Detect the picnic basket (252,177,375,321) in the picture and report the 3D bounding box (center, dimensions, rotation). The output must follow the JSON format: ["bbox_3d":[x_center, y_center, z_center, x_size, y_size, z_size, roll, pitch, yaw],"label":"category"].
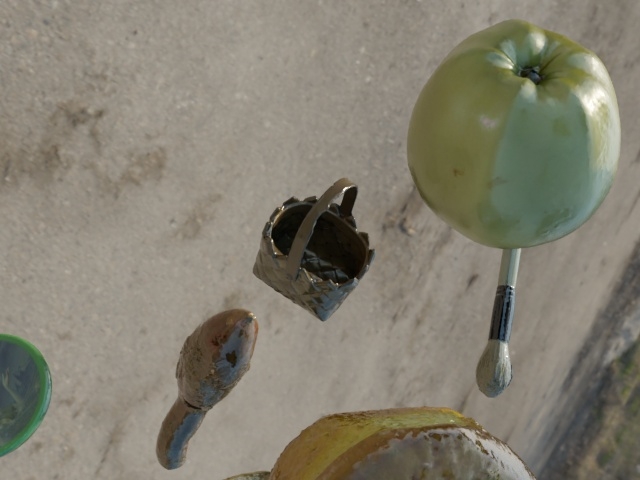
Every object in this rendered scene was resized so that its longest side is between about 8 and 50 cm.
[{"bbox_3d":[0.000,0.000,1.036,0.128,0.137,0.178,-49,168,-42],"label":"picnic basket"}]

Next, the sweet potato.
[{"bbox_3d":[-0.189,0.227,1.350,0.109,0.109,0.385,-28,157,-47],"label":"sweet potato"}]

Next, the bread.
[{"bbox_3d":[0.070,0.259,0.735,0.268,0.145,0.269,-5,106,-19],"label":"bread"}]

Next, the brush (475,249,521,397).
[{"bbox_3d":[0.235,0.047,1.045,0.039,0.042,0.299,29,67,-38],"label":"brush"}]

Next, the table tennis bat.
[{"bbox_3d":[-0.459,0.189,1.060,0.039,0.257,0.161,68,29,-64],"label":"table tennis bat"}]

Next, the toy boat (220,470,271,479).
[{"bbox_3d":[-0.111,0.384,1.183,0.188,0.116,0.061,-21,111,-67],"label":"toy boat"}]

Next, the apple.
[{"bbox_3d":[0.167,-0.086,0.731,0.200,0.200,0.200,-41,147,-35],"label":"apple"}]
